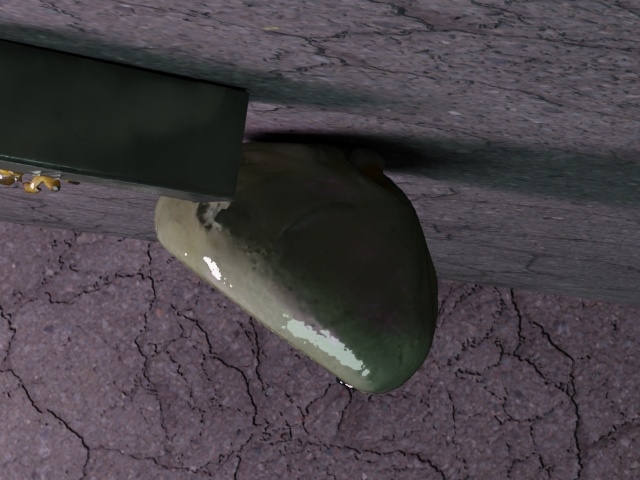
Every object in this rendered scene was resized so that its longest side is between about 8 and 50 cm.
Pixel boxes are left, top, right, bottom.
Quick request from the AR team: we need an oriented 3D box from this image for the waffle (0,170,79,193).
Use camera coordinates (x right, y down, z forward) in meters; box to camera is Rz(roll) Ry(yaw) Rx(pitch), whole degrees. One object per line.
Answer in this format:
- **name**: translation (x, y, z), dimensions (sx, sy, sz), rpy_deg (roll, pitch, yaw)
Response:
- **waffle**: translation (-0.322, -0.090, 1.720), dimensions (0.262, 0.060, 0.280), rpy_deg (10, 172, 3)

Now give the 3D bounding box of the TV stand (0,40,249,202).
- **TV stand**: translation (-0.193, -0.089, 1.396), dimensions (0.269, 0.088, 0.083), rpy_deg (10, 174, -22)

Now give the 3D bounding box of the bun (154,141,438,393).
- **bun**: translation (0.000, 0.000, 1.665), dimensions (0.283, 0.179, 0.283), rpy_deg (37, 179, 1)
